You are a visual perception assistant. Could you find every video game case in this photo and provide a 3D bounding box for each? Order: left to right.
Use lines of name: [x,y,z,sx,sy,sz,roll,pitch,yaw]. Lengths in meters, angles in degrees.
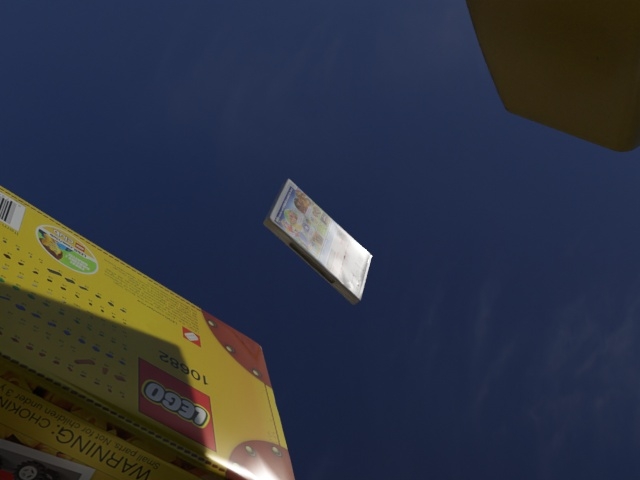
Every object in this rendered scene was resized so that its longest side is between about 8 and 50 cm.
video game case: [0.000,0.000,0.819,0.011,0.122,0.087,-40,-164,29]

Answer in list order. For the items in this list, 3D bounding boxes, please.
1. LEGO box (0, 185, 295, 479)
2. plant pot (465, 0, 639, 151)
LEGO box: [-0.325,0.125,0.482,0.372,0.500,0.193,-50,-155,12]
plant pot: [0.264,-0.206,0.743,0.212,0.187,0.212,-29,-140,-27]
